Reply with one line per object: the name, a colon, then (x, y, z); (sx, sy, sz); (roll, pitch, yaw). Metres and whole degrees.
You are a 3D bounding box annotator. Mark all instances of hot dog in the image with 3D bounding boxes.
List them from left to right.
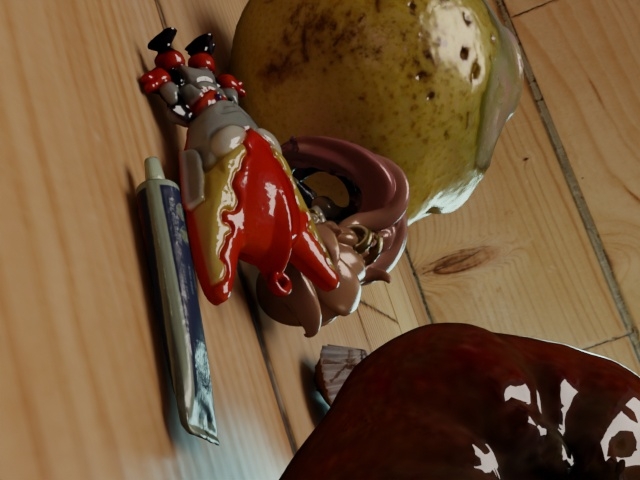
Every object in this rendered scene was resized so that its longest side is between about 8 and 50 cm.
hot dog: (0.036, 0.134, 0.681); (0.192, 0.053, 0.099); (44, 26, -66)

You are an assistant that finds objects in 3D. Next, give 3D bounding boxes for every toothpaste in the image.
toothpaste: (-0.065, 0.022, 0.385); (0.037, 0.021, 0.140); (54, 19, -65)

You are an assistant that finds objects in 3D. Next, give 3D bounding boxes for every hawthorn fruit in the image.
hawthorn fruit: (0.070, 0.160, 0.386); (0.248, 0.207, 0.208); (99, -19, -53)

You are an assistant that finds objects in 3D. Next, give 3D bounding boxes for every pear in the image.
pear: (0.041, -0.130, 0.777); (0.271, 0.271, 0.271); (-20, 90, -82)

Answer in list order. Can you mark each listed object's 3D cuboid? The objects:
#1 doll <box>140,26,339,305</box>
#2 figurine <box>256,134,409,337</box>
doll: (-0.054, -0.043, 0.496); (0.109, 0.057, 0.169); (-3, 59, -54)
figurine: (0.008, 0.002, 0.598); (0.114, 0.126, 0.157); (28, 29, -27)
